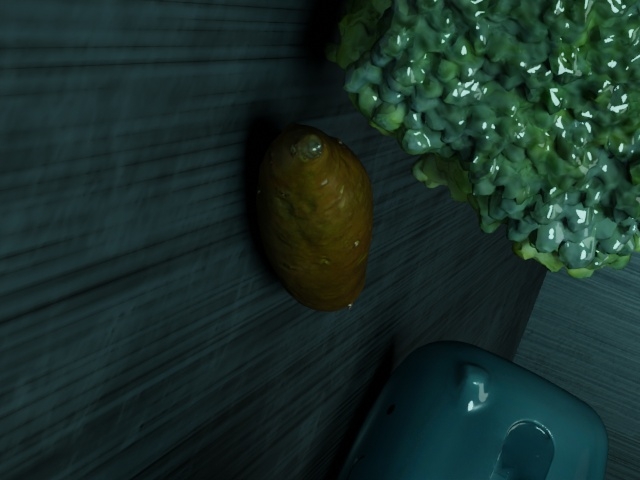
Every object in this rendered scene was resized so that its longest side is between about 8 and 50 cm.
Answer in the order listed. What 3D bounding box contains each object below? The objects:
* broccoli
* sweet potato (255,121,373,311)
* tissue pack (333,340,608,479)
[{"bbox_3d":[0.116,-0.123,0.664,0.263,0.247,0.243,62,0,-25],"label":"broccoli"},{"bbox_3d":[-0.001,0.001,0.710,0.264,0.057,0.057,86,28,-72],"label":"sweet potato"},{"bbox_3d":[0.102,0.227,1.151,0.287,0.198,0.206,-63,-177,-20],"label":"tissue pack"}]
